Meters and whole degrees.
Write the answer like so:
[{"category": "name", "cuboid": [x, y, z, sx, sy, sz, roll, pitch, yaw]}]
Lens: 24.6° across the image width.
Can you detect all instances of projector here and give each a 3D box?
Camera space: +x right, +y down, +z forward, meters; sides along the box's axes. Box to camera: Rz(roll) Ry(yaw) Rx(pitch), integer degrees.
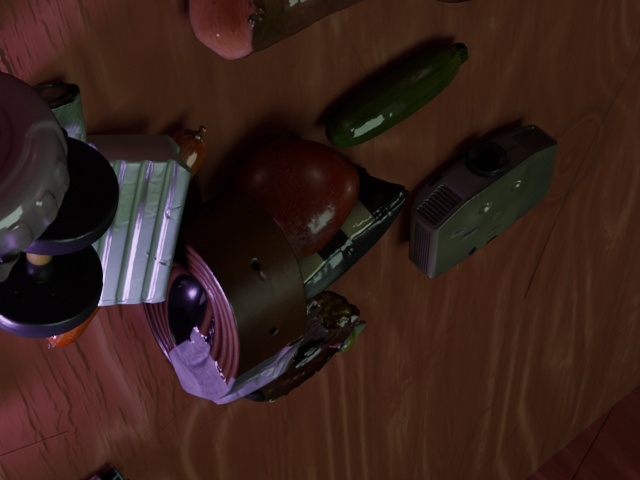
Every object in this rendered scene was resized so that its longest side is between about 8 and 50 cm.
[{"category": "projector", "cuboid": [0.252, -0.076, 2.319, 0.269, 0.088, 0.193, -35, 151, -22]}]

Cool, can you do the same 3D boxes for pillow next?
[{"category": "pillow", "cuboid": [0.000, 0.000, 2.002, 0.250, 0.106, 0.186, -42, -161, -4]}]

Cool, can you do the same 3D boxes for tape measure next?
[{"category": "tape measure", "cuboid": [-0.331, -0.067, 1.337, 0.197, 0.236, 0.120, -44, 156, -18]}]

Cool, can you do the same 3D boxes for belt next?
[{"category": "belt", "cuboid": [-0.122, 0.077, 1.850, 0.122, 0.217, 0.339, -32, 161, -25]}]

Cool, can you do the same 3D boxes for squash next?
[{"category": "squash", "cuboid": [0.110, -0.200, 1.956, 0.252, 0.066, 0.066, -36, 153, -20]}]

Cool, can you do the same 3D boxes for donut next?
[{"category": "donut", "cuboid": [-0.055, 0.139, 2.183, 0.216, 0.096, 0.230, -51, 154, 19]}]

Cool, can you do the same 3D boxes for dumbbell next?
[{"category": "dumbbell", "cuboid": [-0.289, -0.003, 1.520, 0.143, 0.143, 0.325, -27, 154, -32]}]

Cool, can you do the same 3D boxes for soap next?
[{"category": "soap", "cuboid": [-0.223, -0.021, 1.666, 0.119, 0.066, 0.198, -3, 125, -28]}]

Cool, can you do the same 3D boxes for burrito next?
[{"category": "burrito", "cuboid": [-0.281, -0.113, 1.538, 0.074, 0.044, 0.118, -25, 147, -21]}]

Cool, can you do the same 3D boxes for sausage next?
[{"category": "sausage", "cuboid": [-0.237, -0.002, 1.756, 0.348, 0.053, 0.053, -53, 153, 17]}]

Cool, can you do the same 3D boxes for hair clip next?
[{"category": "hair clip", "cuboid": [-0.004, 0.188, 2.397, 0.188, 0.033, 0.060, -32, 154, -30]}]

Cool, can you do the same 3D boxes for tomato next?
[{"category": "tomato", "cuboid": [-0.033, -0.052, 1.857, 0.167, 0.167, 0.167, -34, 152, -21]}]

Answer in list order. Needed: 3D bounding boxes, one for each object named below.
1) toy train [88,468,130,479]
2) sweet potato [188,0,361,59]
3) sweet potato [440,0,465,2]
[{"category": "toy train", "cuboid": [-0.342, 0.391, 2.185, 0.138, 0.050, 0.087, -35, 149, -19]}, {"category": "sweet potato", "cuboid": [0.016, -0.311, 1.594, 0.336, 0.131, 0.131, -31, 151, -25]}, {"category": "sweet potato", "cuboid": [0.171, -0.347, 1.817, 0.346, 0.079, 0.108, -9, 125, -55]}]
